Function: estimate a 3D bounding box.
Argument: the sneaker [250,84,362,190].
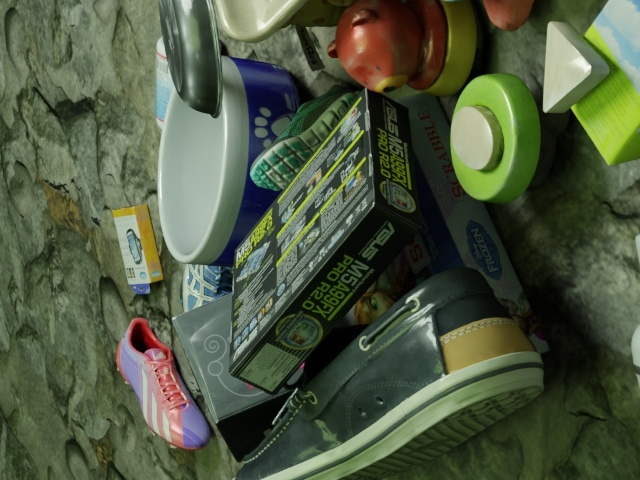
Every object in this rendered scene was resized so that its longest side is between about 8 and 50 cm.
[{"bbox_3d":[-0.015,-0.123,1.897,0.065,0.166,0.076,56,178,-32],"label":"sneaker"}]

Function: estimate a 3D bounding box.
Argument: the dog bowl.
[{"bbox_3d":[-0.117,-0.098,2.024,0.265,0.104,0.265,-175,90,-67],"label":"dog bowl"}]

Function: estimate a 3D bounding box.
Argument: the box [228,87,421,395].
[{"bbox_3d":[0.000,0.000,1.694,0.270,0.060,0.216,-50,23,29],"label":"box"}]

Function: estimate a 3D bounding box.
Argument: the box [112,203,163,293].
[{"bbox_3d":[-0.280,0.014,2.481,0.081,0.028,0.136,-5,100,59],"label":"box"}]

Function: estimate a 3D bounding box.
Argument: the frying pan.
[{"bbox_3d":[-0.157,-0.242,1.832,0.326,0.053,0.197,-144,46,-72],"label":"frying pan"}]

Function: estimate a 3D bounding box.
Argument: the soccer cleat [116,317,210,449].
[{"bbox_3d":[-0.240,0.221,2.454,0.248,0.083,0.095,48,135,42],"label":"soccer cleat"}]

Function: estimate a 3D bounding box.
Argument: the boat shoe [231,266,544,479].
[{"bbox_3d":[0.052,0.172,1.739,0.500,0.187,0.156,-40,64,51],"label":"boat shoe"}]

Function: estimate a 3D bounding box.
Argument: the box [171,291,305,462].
[{"bbox_3d":[-0.066,0.157,1.964,0.270,0.165,0.143,79,167,-72],"label":"box"}]

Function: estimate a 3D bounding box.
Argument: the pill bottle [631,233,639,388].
[{"bbox_3d":[0.361,0.136,1.344,0.176,0.176,0.318,-11,93,59],"label":"pill bottle"}]

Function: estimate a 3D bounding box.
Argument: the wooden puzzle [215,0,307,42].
[{"bbox_3d":[-0.017,-0.421,1.634,0.348,0.080,0.322,-37,53,31],"label":"wooden puzzle"}]

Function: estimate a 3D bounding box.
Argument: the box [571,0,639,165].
[{"bbox_3d":[0.290,-0.164,1.466,0.109,0.042,0.178,61,146,23],"label":"box"}]

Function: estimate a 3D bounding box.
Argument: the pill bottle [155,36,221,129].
[{"bbox_3d":[-0.179,-0.195,2.172,0.087,0.087,0.160,38,133,46],"label":"pill bottle"}]

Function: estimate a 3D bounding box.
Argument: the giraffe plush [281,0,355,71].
[{"bbox_3d":[-0.008,-0.310,1.770,0.210,0.181,0.170,53,141,-6],"label":"giraffe plush"}]

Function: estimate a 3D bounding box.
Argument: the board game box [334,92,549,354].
[{"bbox_3d":[0.095,0.043,1.845,0.318,0.066,0.319,-46,63,55],"label":"board game box"}]

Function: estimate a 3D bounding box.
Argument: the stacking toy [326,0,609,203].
[{"bbox_3d":[0.131,-0.196,1.576,0.309,0.130,0.279,123,139,-50],"label":"stacking toy"}]

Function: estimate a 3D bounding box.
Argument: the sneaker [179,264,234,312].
[{"bbox_3d":[-0.150,0.049,2.231,0.081,0.080,0.211,-1,102,62],"label":"sneaker"}]
